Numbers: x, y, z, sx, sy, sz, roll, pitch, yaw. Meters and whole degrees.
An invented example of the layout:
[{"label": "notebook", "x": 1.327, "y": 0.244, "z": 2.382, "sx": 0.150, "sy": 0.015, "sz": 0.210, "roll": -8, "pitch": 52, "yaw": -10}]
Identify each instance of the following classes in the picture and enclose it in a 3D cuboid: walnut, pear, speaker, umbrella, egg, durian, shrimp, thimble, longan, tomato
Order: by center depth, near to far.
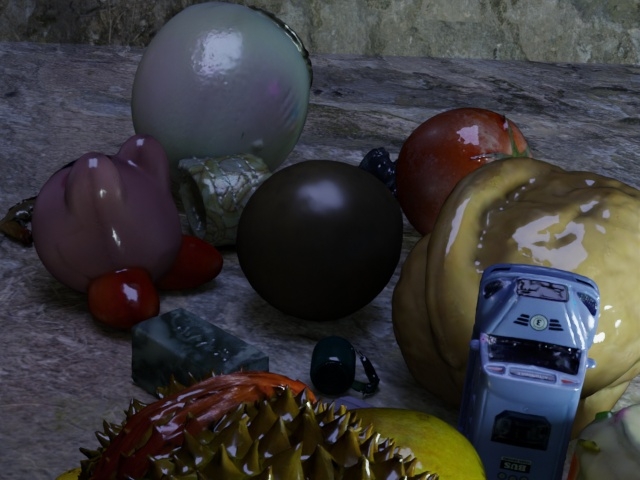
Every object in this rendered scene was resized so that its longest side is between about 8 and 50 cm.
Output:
[{"label": "durian", "x": -0.047, "y": 0.258, "z": 0.692, "sx": 0.347, "sy": 0.348, "sz": 0.384, "roll": -5, "pitch": 25, "yaw": -24}, {"label": "pear", "x": 0.063, "y": 0.249, "z": 0.932, "sx": 0.200, "sy": 0.200, "sz": 0.200, "roll": 4, "pitch": 22, "yaw": -2}, {"label": "walnut", "x": 0.271, "y": 0.073, "z": 1.258, "sx": 0.383, "sy": 0.384, "sz": 0.383, "roll": 4, "pitch": 22, "yaw": -2}, {"label": "speaker", "x": 0.034, "y": 0.168, "z": 1.290, "sx": 0.094, "sy": 0.060, "sz": 0.075, "roll": 6, "pitch": 23, "yaw": 1}, {"label": "longan", "x": 0.000, "y": 0.000, "z": 1.459, "sx": 0.258, "sy": 0.258, "sz": 0.258, "roll": 4, "pitch": 22, "yaw": -2}, {"label": "shrimp", "x": -0.473, "y": -0.035, "z": 1.690, "sx": 0.173, "sy": 0.058, "sz": 0.253, "roll": -12, "pitch": 24, "yaw": -19}, {"label": "thimble", "x": -0.165, "y": -0.078, "z": 1.720, "sx": 0.143, "sy": 0.137, "sz": 0.190, "roll": -11, "pitch": 53, "yaw": -24}, {"label": "tomato", "x": 0.258, "y": -0.107, "z": 1.763, "sx": 0.264, "sy": 0.265, "sz": 0.265, "roll": 4, "pitch": 22, "yaw": -2}, {"label": "egg", "x": -0.213, "y": -0.242, "z": 1.909, "sx": 0.354, "sy": 0.354, "sz": 0.340, "roll": 9, "pitch": 48, "yaw": 10}, {"label": "umbrella", "x": 0.158, "y": -0.124, "z": 2.029, "sx": 0.071, "sy": 0.080, "sz": 0.224, "roll": 33, "pitch": 11, "yaw": -32}]

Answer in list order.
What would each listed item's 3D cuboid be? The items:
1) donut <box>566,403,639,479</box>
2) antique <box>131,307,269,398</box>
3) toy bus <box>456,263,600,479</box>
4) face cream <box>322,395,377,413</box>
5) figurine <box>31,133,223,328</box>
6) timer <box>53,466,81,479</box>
[{"label": "donut", "x": 0.383, "y": 0.290, "z": 0.911, "sx": 0.307, "sy": 0.150, "sz": 0.371, "roll": 16, "pitch": 17, "yaw": -21}, {"label": "antique", "x": -0.149, "y": 0.165, "z": 1.226, "sx": 0.183, "sy": 0.086, "sz": 0.088, "roll": 23, "pitch": 29, "yaw": 36}, {"label": "toy bus", "x": 0.207, "y": 0.175, "z": 1.010, "sx": 0.125, "sy": 0.292, "sz": 0.133, "roll": 8, "pitch": 25, "yaw": 8}, {"label": "face cream", "x": 0.020, "y": 0.233, "z": 1.118, "sx": 0.154, "sy": 0.096, "sz": 0.274, "roll": 16, "pitch": 11, "yaw": 32}, {"label": "figurine", "x": -0.324, "y": -0.006, "z": 1.476, "sx": 0.211, "sy": 0.261, "sz": 0.269, "roll": -15, "pitch": 13, "yaw": 28}, {"label": "timer", "x": -0.225, "y": 0.274, "z": 0.921, "sx": 0.107, "sy": 0.107, "sz": 0.109, "roll": 10, "pitch": 19, "yaw": 11}]
